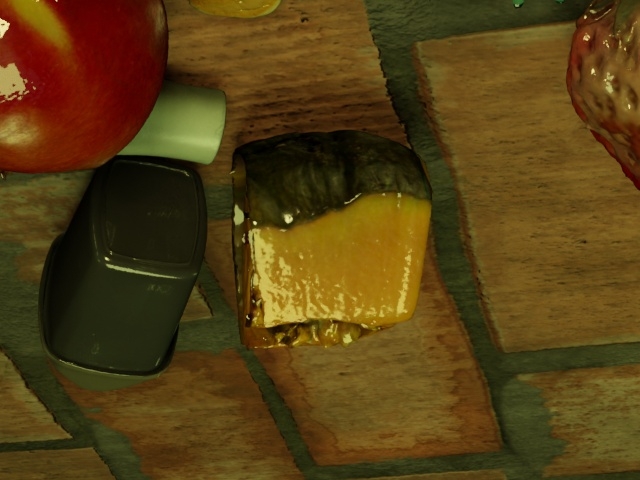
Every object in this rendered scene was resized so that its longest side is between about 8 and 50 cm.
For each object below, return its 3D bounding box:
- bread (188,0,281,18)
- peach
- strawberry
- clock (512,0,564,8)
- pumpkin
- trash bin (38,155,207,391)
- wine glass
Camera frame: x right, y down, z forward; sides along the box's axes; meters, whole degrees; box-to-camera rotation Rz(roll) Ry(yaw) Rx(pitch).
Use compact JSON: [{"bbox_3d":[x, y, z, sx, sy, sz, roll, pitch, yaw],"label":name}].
[{"bbox_3d":[-0.090,-0.267,1.992,0.110,0.024,0.110,1,150,0],"label":"bread"},{"bbox_3d":[-0.258,-0.191,1.888,0.201,0.258,0.362,-8,145,24],"label":"peach"},{"bbox_3d":[0.388,-0.118,2.018,0.265,0.149,0.336,0,133,34],"label":"strawberry"},{"bbox_3d":[0.217,-0.291,1.930,0.101,0.041,0.135,-6,149,12],"label":"clock"},{"bbox_3d":[0.000,0.000,2.232,0.225,0.256,0.303,1,174,-10],"label":"pumpkin"},{"bbox_3d":[-0.247,0.044,2.358,0.182,0.209,0.290,11,143,-15],"label":"trash bin"},{"bbox_3d":[-0.227,-0.146,2.128,0.231,0.103,0.103,7,149,-20],"label":"wine glass"}]
